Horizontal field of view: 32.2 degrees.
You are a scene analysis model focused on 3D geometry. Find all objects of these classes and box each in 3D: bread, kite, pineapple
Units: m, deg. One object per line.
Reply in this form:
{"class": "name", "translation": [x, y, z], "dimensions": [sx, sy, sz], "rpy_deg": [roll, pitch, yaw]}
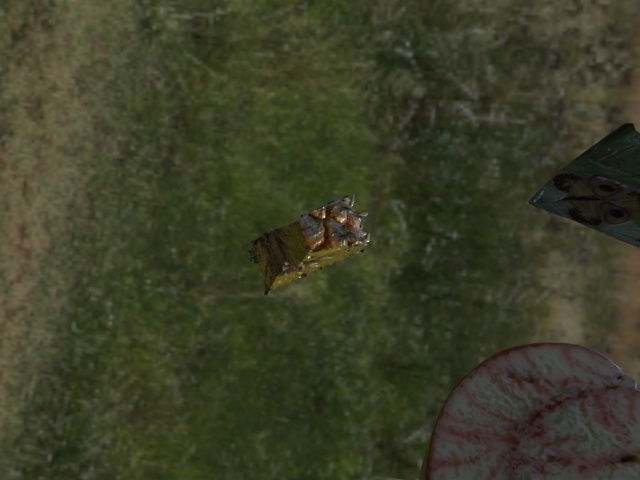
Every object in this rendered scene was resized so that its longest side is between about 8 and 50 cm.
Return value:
{"class": "bread", "translation": [0.255, 0.270, 1.140], "dimensions": [0.295, 0.327, 0.114], "rpy_deg": [-35, 154, -20]}
{"class": "kite", "translation": [0.298, -0.036, 0.959], "dimensions": [0.229, 0.250, 0.012], "rpy_deg": [45, 54, -46]}
{"class": "pineapple", "translation": [-0.001, -0.001, 1.427], "dimensions": [0.079, 0.135, 0.233], "rpy_deg": [64, -24, 1]}
